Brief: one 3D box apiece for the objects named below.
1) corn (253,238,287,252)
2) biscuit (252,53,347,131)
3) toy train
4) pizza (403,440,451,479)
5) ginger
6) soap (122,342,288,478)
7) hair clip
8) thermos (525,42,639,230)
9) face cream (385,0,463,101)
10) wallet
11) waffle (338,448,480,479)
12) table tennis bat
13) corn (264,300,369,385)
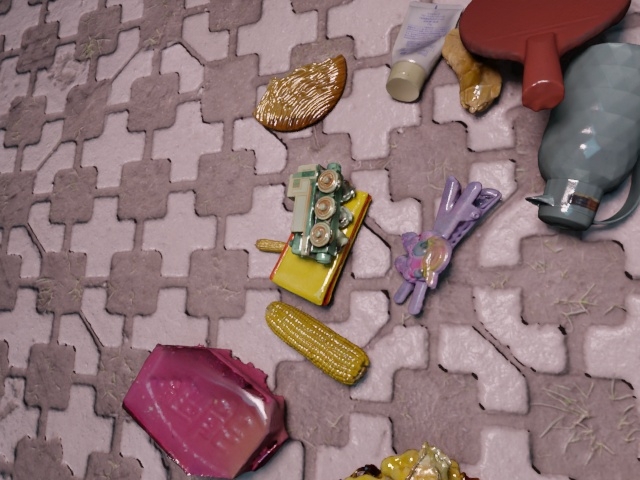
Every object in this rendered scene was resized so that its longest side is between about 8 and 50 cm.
[{"bbox_3d":[-0.106,0.011,0.929,0.083,0.028,0.027,6,72,20],"label":"corn"},{"bbox_3d":[-0.042,-0.336,0.969,0.176,0.031,0.228,42,96,20],"label":"biscuit"},{"bbox_3d":[-0.006,-0.051,0.823,0.125,0.081,0.194,0,76,35],"label":"toy train"},{"bbox_3d":[0.166,0.449,0.641,0.280,0.075,0.287,7,82,10],"label":"pizza"},{"bbox_3d":[0.291,-0.328,0.826,0.095,0.069,0.190,-9,74,5],"label":"ginger"},{"bbox_3d":[-0.220,0.333,0.862,0.325,0.127,0.220,31,93,21],"label":"soap"},{"bbox_3d":[0.211,-0.003,0.790,0.278,0.090,0.137,-54,34,1],"label":"hair clip"},{"bbox_3d":[0.452,-0.152,0.708,0.182,0.145,0.286,18,89,-7],"label":"thermos"},{"bbox_3d":[0.204,-0.395,0.884,0.114,0.070,0.224,17,74,20],"label":"face cream"},{"bbox_3d":[0.000,0.000,0.880,0.141,0.067,0.241,20,83,27],"label":"wallet"},{"bbox_3d":[0.159,0.560,0.708,0.380,0.095,0.382,-26,75,12],"label":"waffle"},{"bbox_3d":[0.367,-0.364,0.725,0.268,0.051,0.414,-2,51,26],"label":"table tennis bat"},{"bbox_3d":[-0.013,0.195,0.839,0.231,0.080,0.080,27,90,24],"label":"corn"}]
